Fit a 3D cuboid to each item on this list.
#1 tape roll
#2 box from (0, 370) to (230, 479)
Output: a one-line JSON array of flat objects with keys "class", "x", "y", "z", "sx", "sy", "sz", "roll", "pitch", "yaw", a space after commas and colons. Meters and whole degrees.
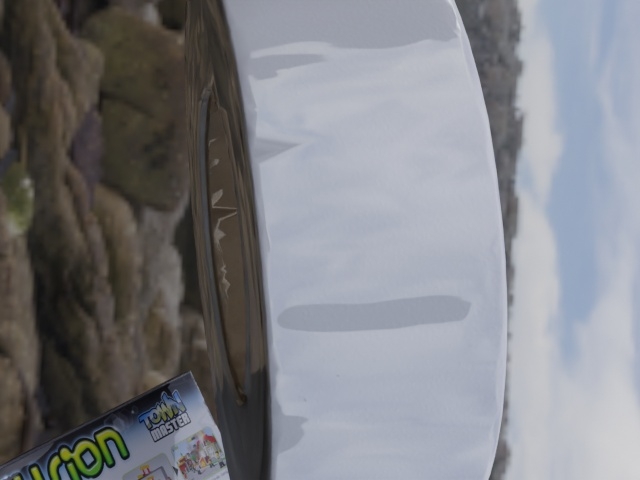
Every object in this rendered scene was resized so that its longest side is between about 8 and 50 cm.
[{"class": "tape roll", "x": 0.000, "y": 0.000, "z": 0.658, "sx": 0.286, "sy": 0.100, "sz": 0.286, "roll": 174, "pitch": -90, "yaw": -79}, {"class": "box", "x": -0.114, "y": 0.152, "z": 0.709, "sx": 0.207, "sy": 0.036, "sz": 0.114, "roll": -22, "pitch": 86, "yaw": -57}]
